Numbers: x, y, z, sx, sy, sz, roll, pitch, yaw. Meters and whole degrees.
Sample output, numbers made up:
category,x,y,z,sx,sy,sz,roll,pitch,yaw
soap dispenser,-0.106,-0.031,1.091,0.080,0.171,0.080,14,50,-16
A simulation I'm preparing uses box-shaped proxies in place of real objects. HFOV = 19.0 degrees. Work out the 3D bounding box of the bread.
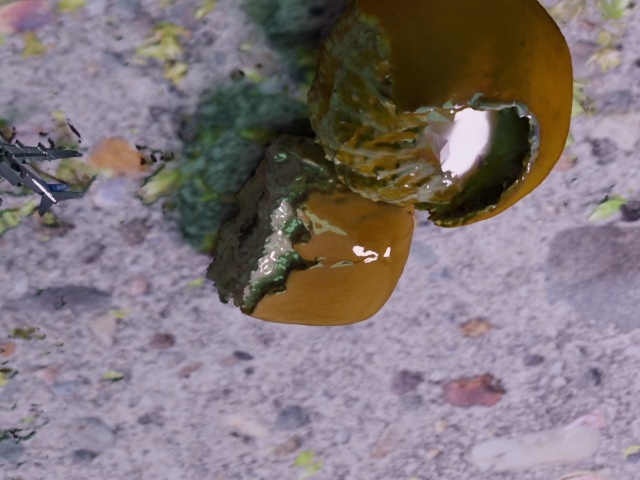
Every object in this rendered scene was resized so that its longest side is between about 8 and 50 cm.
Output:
category,x,y,z,sx,sy,sz,roll,pitch,yaw
bread,-0.001,0.000,1.146,0.106,0.082,0.125,12,124,-17

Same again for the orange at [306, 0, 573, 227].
category,x,y,z,sx,sy,sz,roll,pitch,yaw
orange,0.069,-0.079,1.065,0.156,0.134,0.156,-9,121,-16

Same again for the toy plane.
category,x,y,z,sx,sy,sz,roll,pitch,yaw
toy plane,-0.174,-0.043,1.093,0.078,0.024,0.084,-23,136,29
